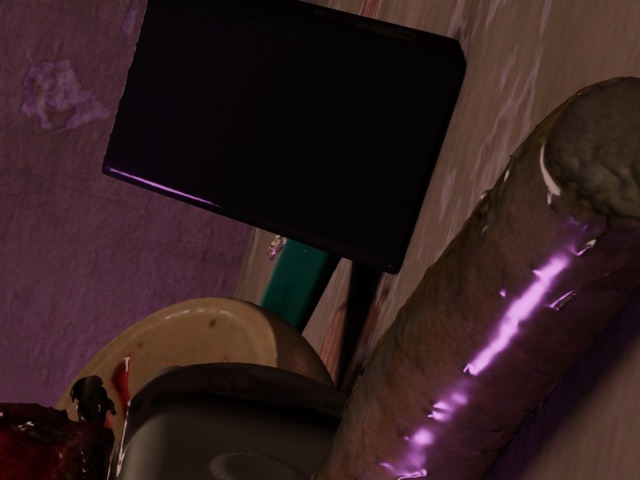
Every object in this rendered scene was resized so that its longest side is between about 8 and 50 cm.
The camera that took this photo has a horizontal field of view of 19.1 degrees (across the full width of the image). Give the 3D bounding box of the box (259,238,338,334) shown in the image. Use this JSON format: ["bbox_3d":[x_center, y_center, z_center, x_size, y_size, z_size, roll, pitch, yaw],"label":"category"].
[{"bbox_3d":[0.000,0.000,1.569,0.161,0.042,0.226,-66,-3,37],"label":"box"}]

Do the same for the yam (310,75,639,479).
[{"bbox_3d":[0.063,0.052,0.791,0.371,0.083,0.083,116,169,-57],"label":"yam"}]

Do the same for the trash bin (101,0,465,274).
[{"bbox_3d":[-0.029,-0.093,1.385,0.115,0.225,0.165,-87,13,-73],"label":"trash bin"}]

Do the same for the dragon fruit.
[{"bbox_3d":[-0.209,0.190,1.149,0.211,0.147,0.282,103,174,-46],"label":"dragon fruit"}]

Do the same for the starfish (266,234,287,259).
[{"bbox_3d":[-0.001,-0.073,2.013,0.223,0.050,0.217,-60,3,17],"label":"starfish"}]

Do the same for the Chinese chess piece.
[{"bbox_3d":[-0.100,0.159,1.407,0.250,0.103,0.250,-26,37,22],"label":"Chinese chess piece"}]

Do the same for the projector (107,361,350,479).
[{"bbox_3d":[-0.056,0.196,1.127,0.177,0.163,0.242,-95,19,-73],"label":"projector"}]
